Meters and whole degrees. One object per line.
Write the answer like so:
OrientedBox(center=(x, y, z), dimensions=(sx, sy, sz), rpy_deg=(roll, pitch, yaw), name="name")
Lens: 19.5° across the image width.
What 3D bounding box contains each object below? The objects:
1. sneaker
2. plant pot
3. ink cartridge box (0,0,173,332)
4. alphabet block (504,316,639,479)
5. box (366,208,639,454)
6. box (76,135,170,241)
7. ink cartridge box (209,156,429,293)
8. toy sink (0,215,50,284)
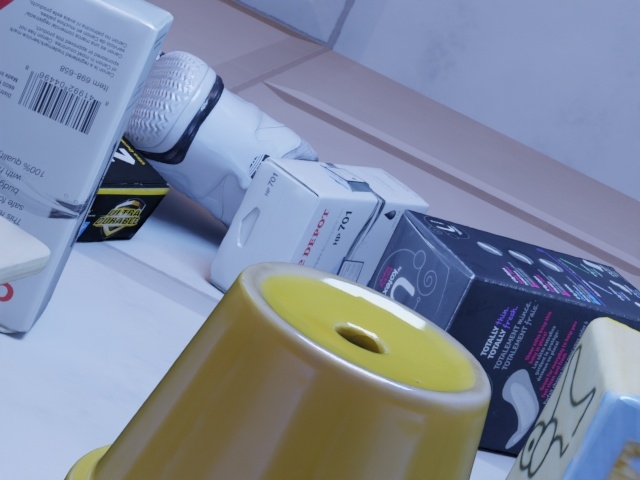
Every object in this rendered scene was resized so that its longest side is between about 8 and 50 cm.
OrientedBox(center=(-0.135, -0.100, 1.983), dimensions=(0.210, 0.137, 0.366), rpy_deg=(38, -7, -19), name="sneaker")
OrientedBox(center=(-0.020, 0.154, 1.112), dimensions=(0.254, 0.239, 0.254), rpy_deg=(24, 14, -7), name="plant pot")
OrientedBox(center=(-0.263, -0.092, 1.486), dimensions=(0.197, 0.272, 0.114), rpy_deg=(25, 12, -2), name="ink cartridge box")
OrientedBox(center=(0.270, 0.202, 1.496), dimensions=(0.193, 0.192, 0.197), rpy_deg=(26, 16, -4), name="alphabet block")
OrientedBox(center=(0.178, 0.097, 1.742), dimensions=(0.270, 0.165, 0.143), rpy_deg=(15, 19, -33), name="box")
OrientedBox(center=(-0.327, -0.128, 1.750), dimensions=(0.322, 0.079, 0.257), rpy_deg=(46, 21, 21), name="box")
OrientedBox(center=(0.000, 0.000, 1.834), dimensions=(0.082, 0.139, 0.191), rpy_deg=(37, 20, 30), name="ink cartridge box")
OrientedBox(center=(-0.315, 0.045, 1.216), dimensions=(0.153, 0.131, 0.234), rpy_deg=(30, 21, 18), name="toy sink")
